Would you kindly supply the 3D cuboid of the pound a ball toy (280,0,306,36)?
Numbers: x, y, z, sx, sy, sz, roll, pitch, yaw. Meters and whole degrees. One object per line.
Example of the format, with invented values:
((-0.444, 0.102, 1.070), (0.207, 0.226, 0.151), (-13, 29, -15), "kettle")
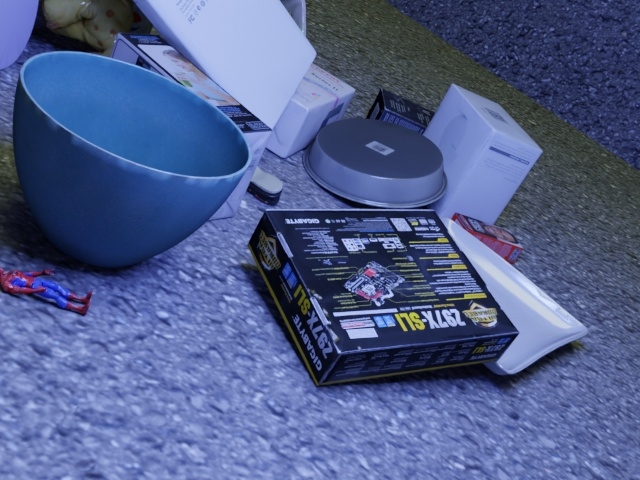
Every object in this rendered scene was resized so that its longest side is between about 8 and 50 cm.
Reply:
((-0.161, -0.505, 1.903), (0.319, 0.136, 0.208), (10, 17, 43), "pound a ball toy")

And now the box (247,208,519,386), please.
((0.089, 0.067, 1.200), (0.322, 0.079, 0.257), (-2, 48, -35), "box")

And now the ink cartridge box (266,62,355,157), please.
((-0.066, -0.303, 1.766), (0.207, 0.119, 0.353), (33, 26, 9), "ink cartridge box")

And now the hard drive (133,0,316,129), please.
((-0.158, -0.375, 1.458), (0.353, 0.047, 0.233), (49, 55, -35), "hard drive")

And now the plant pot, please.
((-0.259, -0.081, 1.068), (0.290, 0.195, 0.290), (23, 25, -12), "plant pot")

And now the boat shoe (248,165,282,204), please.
((-0.119, -0.109, 1.447), (0.133, 0.042, 0.049), (39, 52, 22), "boat shoe")

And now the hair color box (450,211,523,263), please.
((0.330, -0.005, 1.702), (0.141, 0.043, 0.072), (17, 27, -25), "hair color box")

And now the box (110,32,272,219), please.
((-0.226, -0.180, 1.324), (0.290, 0.169, 0.087), (43, 32, 25), "box")

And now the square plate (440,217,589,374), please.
((0.255, 0.089, 1.446), (0.347, 0.049, 0.344), (41, 29, 26), "square plate")

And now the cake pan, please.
((0.113, -0.161, 1.666), (0.293, 0.054, 0.293), (8, 33, -5), "cake pan")

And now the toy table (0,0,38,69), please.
((-0.556, -0.407, 1.310), (0.161, 0.274, 0.252), (27, 45, 3), "toy table")

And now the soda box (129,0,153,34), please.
((-0.440, -0.527, 1.836), (0.098, 0.091, 0.286), (11, 30, -32), "soda box")

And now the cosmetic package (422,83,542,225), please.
((0.310, -0.167, 1.772), (0.138, 0.224, 0.224), (18, 28, -26), "cosmetic package")

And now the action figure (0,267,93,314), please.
((-0.318, 0.052, 0.960), (0.115, 0.030, 0.038), (18, 32, -17), "action figure")

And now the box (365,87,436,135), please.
((0.197, -0.268, 1.999), (0.158, 0.093, 0.156), (23, 26, -10), "box")

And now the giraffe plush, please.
((-0.378, -0.350, 1.509), (0.210, 0.170, 0.181), (-7, 9, 24), "giraffe plush")
